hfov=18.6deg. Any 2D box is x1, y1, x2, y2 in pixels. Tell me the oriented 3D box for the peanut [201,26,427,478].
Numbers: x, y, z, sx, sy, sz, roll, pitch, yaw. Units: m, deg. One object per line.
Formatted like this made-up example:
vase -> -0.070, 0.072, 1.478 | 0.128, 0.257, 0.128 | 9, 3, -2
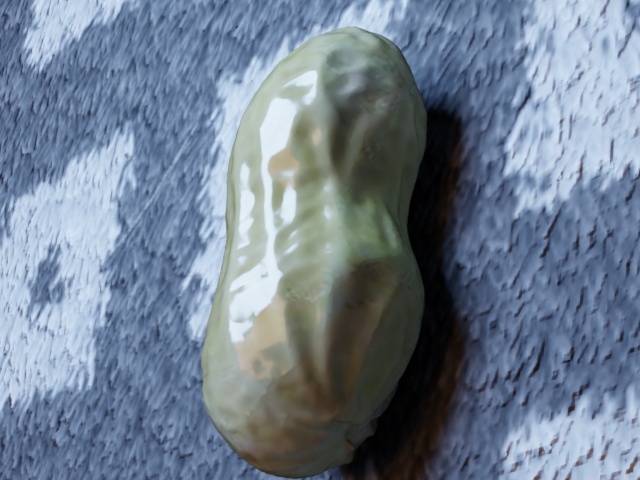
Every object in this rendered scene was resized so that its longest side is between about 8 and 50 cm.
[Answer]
peanut -> 0.000, 0.000, 0.875 | 0.098, 0.090, 0.214 | -38, 43, 57
